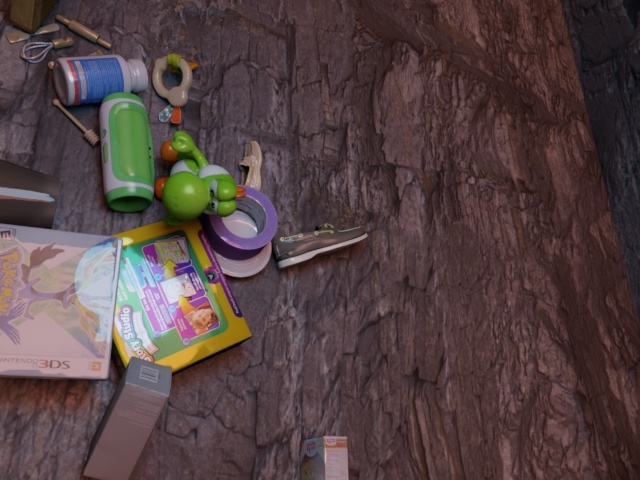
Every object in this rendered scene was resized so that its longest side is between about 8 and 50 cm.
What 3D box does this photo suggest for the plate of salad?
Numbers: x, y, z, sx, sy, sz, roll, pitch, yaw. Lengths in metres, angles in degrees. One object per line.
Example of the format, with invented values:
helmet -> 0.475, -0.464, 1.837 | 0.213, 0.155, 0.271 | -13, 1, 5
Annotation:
plate of salad -> -0.232, 0.010, 1.682 | 0.199, 0.048, 0.200 | 11, 64, -22

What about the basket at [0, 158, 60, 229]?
basket -> -0.732, -0.102, 1.409 | 0.226, 0.154, 0.205 | 11, 61, -28

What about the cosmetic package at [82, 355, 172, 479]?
cosmetic package -> -0.413, 0.386, 1.313 | 0.107, 0.127, 0.238 | 21, 103, -17

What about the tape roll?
tape roll -> -0.216, -0.049, 1.640 | 0.188, 0.080, 0.189 | 11, 63, -22

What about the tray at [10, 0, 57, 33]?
tray -> -0.704, -0.772, 1.656 | 0.076, 0.203, 0.411 | 26, 57, -16

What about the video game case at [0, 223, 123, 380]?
video game case -> -0.602, 0.133, 1.333 | 0.299, 0.036, 0.329 | 7, 68, -21

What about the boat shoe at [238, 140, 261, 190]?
boat shoe -> -0.208, -0.216, 1.781 | 0.059, 0.063, 0.170 | 7, 67, -32

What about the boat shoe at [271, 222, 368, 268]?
boat shoe -> 0.002, -0.001, 1.775 | 0.304, 0.109, 0.091 | -18, 83, -28

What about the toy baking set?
toy baking set -> -0.703, -0.530, 1.671 | 0.256, 0.030, 0.197 | 32, 58, -13

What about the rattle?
rattle -> -0.411, -0.431, 1.786 | 0.130, 0.143, 0.200 | -12, 91, 1

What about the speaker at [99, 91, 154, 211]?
speaker -> -0.506, -0.230, 1.594 | 0.131, 0.131, 0.297 | 0, 69, -28

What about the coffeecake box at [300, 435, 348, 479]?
coffeecake box -> 0.008, 0.585, 1.510 | 0.068, 0.142, 0.186 | 10, 65, -24

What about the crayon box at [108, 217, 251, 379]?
crayon box -> -0.390, 0.144, 1.509 | 0.313, 0.106, 0.363 | -21, 80, -31

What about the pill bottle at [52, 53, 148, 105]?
pill bottle -> -0.583, -0.431, 1.634 | 0.221, 0.124, 0.124 | -17, 78, -36

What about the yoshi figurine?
yoshi figurine -> -0.333, -0.141, 1.496 | 0.203, 0.362, 0.204 | -43, 124, -12

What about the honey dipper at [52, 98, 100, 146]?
honey dipper -> -0.645, -0.314, 1.612 | 0.161, 0.030, 0.030 | 46, 56, -2
